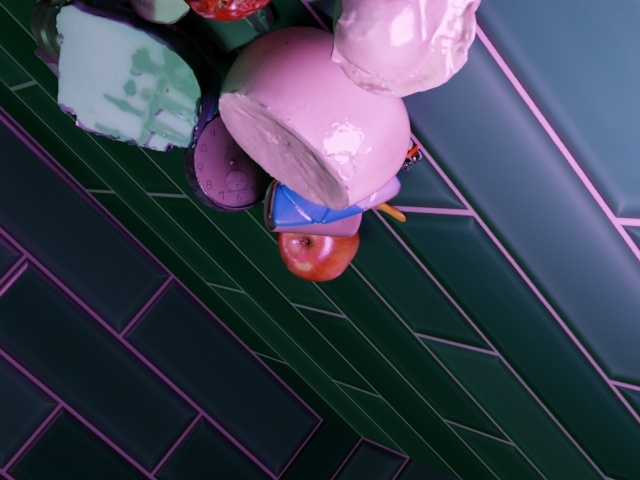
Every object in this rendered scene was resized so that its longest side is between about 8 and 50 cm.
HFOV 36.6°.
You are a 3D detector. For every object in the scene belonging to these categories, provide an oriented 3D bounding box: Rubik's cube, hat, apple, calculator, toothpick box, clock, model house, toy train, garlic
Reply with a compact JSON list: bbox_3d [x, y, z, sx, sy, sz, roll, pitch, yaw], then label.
[{"bbox_3d":[0.040,-0.119,1.851,0.254,0.254,0.254,35,162,13],"label":"Rubik's cube"},{"bbox_3d":[-0.315,-0.481,1.614,0.214,0.149,0.245,27,120,30],"label":"hat"},{"bbox_3d":[0.000,0.000,2.148,0.199,0.199,0.199,35,162,13],"label":"apple"},{"bbox_3d":[-0.169,-0.406,1.709,0.141,0.045,0.246,45,162,-17],"label":"calculator"},{"bbox_3d":[-0.015,-0.065,1.990,0.180,0.111,0.111,4,176,-24],"label":"toothpick box"},{"bbox_3d":[-0.186,-0.167,2.051,0.215,0.215,0.042,48,155,-24],"label":"clock"},{"bbox_3d":[-0.323,-0.364,1.896,0.295,0.329,0.252,16,123,3],"label":"model house"},{"bbox_3d":[0.136,-0.159,1.716,0.103,0.044,0.064,10,136,57],"label":"toy train"},{"bbox_3d":[-0.560,-0.479,2.123,0.214,0.160,0.191,23,150,35],"label":"garlic"}]

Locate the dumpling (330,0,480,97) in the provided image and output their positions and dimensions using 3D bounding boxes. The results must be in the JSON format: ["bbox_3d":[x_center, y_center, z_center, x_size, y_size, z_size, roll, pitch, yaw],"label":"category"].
[{"bbox_3d":[0.113,-0.291,1.277,0.193,0.147,0.258,31,132,-4],"label":"dumpling"}]

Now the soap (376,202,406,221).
[{"bbox_3d":[0.139,-0.064,1.981,0.089,0.012,0.034,33,162,20],"label":"soap"}]

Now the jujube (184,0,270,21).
[{"bbox_3d":[-0.112,-0.411,1.414,0.236,0.168,0.168,-6,135,43],"label":"jujube"}]

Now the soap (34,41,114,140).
[{"bbox_3d":[-0.475,-0.370,2.214,0.258,0.159,0.302,23,159,50],"label":"soap"}]

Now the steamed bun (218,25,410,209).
[{"bbox_3d":[-0.001,-0.211,1.584,0.324,0.206,0.324,37,165,12],"label":"steamed bun"}]
